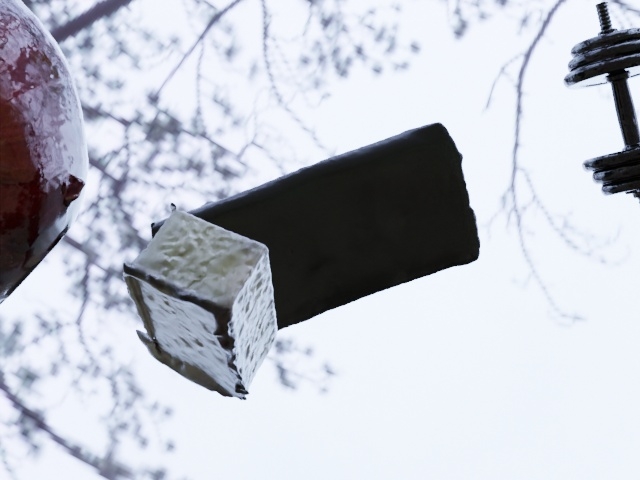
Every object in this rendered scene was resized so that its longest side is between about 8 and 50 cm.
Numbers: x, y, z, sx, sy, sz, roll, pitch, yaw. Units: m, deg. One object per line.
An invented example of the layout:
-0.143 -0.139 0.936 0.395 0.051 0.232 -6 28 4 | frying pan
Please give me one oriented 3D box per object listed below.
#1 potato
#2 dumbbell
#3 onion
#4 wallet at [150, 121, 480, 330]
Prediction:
-0.069 0.040 0.889 0.086 0.061 0.122 26 -26 19 | potato
0.278 -0.114 1.345 0.099 0.099 0.208 -14 -93 26 | dumbbell
-0.366 -0.080 1.339 0.341 0.341 0.341 9 -52 11 | onion
0.000 0.000 1.311 0.285 0.030 0.146 -20 -64 -10 | wallet
